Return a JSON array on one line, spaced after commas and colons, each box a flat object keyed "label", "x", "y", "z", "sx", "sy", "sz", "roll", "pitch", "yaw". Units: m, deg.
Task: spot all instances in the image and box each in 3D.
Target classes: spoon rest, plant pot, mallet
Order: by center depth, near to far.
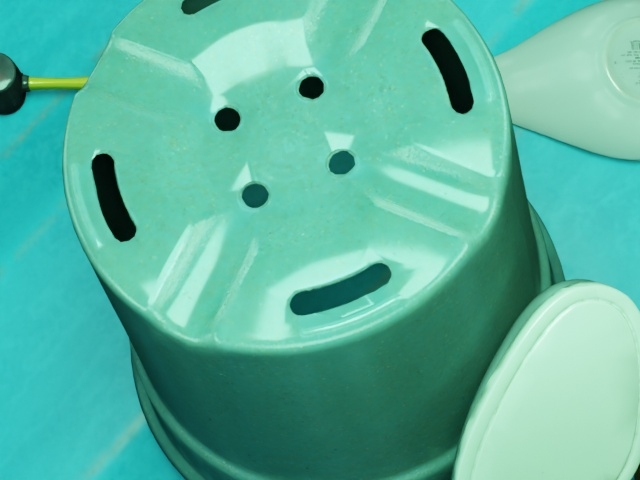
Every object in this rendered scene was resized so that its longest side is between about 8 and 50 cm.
[{"label": "plant pot", "x": 0.000, "y": 0.000, "z": 0.899, "sx": 0.341, "sy": 0.334, "sz": 0.341, "roll": -3, "pitch": 67, "yaw": 6}, {"label": "spoon rest", "x": 0.183, "y": -0.133, "z": 1.080, "sx": 0.276, "sy": 0.084, "sz": 0.137, "roll": 2, "pitch": 77, "yaw": -9}, {"label": "mallet", "x": -0.188, "y": -0.130, "z": 1.107, "sx": 0.189, "sy": 0.062, "sz": 0.039, "roll": -2, "pitch": 78, "yaw": 4}]

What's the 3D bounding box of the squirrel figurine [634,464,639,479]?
[{"label": "squirrel figurine", "x": 0.315, "y": 0.205, "z": 0.819, "sx": 0.281, "sy": 0.397, "sz": 0.370, "roll": 6, "pitch": 65, "yaw": -13}]

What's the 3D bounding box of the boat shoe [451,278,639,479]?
[{"label": "boat shoe", "x": 0.125, "y": 0.156, "z": 0.877, "sx": 0.116, "sy": 0.099, "sz": 0.319, "roll": 3, "pitch": 115, "yaw": -12}]
